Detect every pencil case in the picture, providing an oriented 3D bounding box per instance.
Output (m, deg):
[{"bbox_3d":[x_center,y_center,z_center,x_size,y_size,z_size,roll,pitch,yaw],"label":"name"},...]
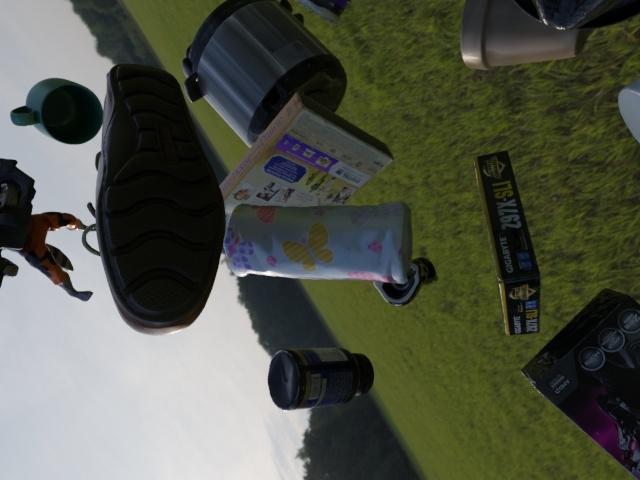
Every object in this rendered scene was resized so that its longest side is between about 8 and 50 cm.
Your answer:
[{"bbox_3d":[0.000,0.000,0.652,0.124,0.273,0.113,-42,-49,-71],"label":"pencil case"}]

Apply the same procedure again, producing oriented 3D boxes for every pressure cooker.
[{"bbox_3d":[-0.172,-0.507,1.333,0.420,0.375,0.370,47,-150,11],"label":"pressure cooker"}]

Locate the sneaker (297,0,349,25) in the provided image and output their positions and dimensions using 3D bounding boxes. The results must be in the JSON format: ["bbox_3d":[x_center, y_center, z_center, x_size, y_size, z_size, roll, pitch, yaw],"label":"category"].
[{"bbox_3d":[-0.048,-0.655,1.060,0.293,0.146,0.102,29,-152,-13],"label":"sneaker"}]

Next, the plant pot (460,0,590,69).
[{"bbox_3d":[0.579,-0.616,1.219,0.280,0.323,0.323,25,157,30],"label":"plant pot"}]

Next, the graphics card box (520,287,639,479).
[{"bbox_3d":[0.588,0.293,0.803,0.371,0.233,0.094,43,-172,5],"label":"graphics card box"}]

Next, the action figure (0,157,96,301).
[{"bbox_3d":[-0.632,0.032,0.907,0.330,0.178,0.341,32,-121,-46],"label":"action figure"}]

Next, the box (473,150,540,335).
[{"bbox_3d":[0.406,0.007,0.976,0.257,0.079,0.322,57,-151,-50],"label":"box"}]

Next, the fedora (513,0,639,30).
[{"bbox_3d":[0.368,-0.423,0.613,0.334,0.152,0.334,27,152,16],"label":"fedora"}]

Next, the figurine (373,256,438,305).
[{"bbox_3d":[0.132,0.037,0.925,0.215,0.092,0.209,33,-165,23],"label":"figurine"}]

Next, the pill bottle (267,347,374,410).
[{"bbox_3d":[0.007,0.294,0.967,0.219,0.123,0.123,9,-150,-37],"label":"pill bottle"}]

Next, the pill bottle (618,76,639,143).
[{"bbox_3d":[0.571,-0.231,0.585,0.160,0.283,0.160,48,-161,-23],"label":"pill bottle"}]

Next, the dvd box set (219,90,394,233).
[{"bbox_3d":[-0.067,-0.131,1.107,0.307,0.420,0.062,17,-139,-40],"label":"dvd box set"}]

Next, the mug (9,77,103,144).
[{"bbox_3d":[-0.555,-0.279,0.941,0.097,0.129,0.158,25,-178,31],"label":"mug"}]

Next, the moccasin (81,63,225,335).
[{"bbox_3d":[-0.207,-0.054,0.532,0.380,0.139,0.147,62,141,32],"label":"moccasin"}]
